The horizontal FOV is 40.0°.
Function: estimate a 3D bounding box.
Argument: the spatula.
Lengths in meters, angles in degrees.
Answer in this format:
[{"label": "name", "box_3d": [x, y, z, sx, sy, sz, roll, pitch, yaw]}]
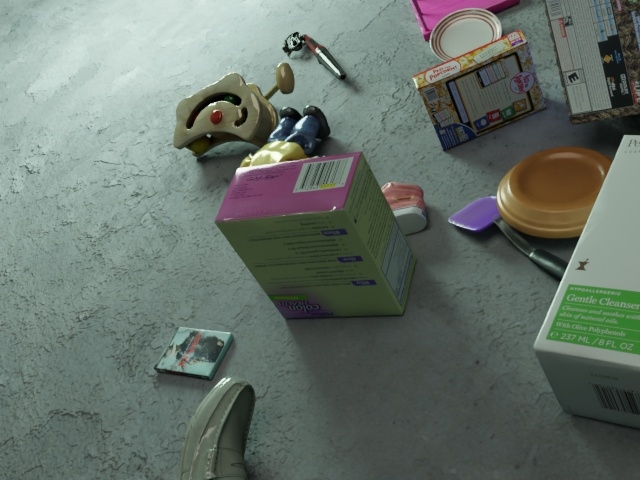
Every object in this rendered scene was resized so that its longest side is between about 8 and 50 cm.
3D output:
[{"label": "spatula", "box_3d": [0.303, 0.003, 1.313, 0.084, 0.030, 0.296, -34, 40, -12]}]

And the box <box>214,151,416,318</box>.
[{"label": "box", "box_3d": [0.000, 0.000, 1.335, 0.214, 0.243, 0.117, -5, 46, 28]}]

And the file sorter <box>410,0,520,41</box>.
[{"label": "file sorter", "box_3d": [0.258, -0.595, 1.826, 0.202, 0.182, 0.290, -21, 41, 12]}]

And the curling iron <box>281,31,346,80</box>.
[{"label": "curling iron", "box_3d": [-0.008, -0.392, 1.896, 0.068, 0.035, 0.274, -39, 40, -3]}]

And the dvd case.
[{"label": "dvd case", "box_3d": [-0.210, 0.185, 1.452, 0.119, 0.013, 0.087, 2, 50, 34]}]

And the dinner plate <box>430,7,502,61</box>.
[{"label": "dinner plate", "box_3d": [0.285, -0.397, 1.722, 0.141, 0.017, 0.141, -10, 57, 17]}]

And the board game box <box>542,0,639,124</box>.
[{"label": "board game box", "box_3d": [0.504, -0.319, 1.298, 0.291, 0.232, 0.141, -4, 18, 43]}]

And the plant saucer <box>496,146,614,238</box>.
[{"label": "plant saucer", "box_3d": [0.366, -0.081, 1.332, 0.200, 0.037, 0.200, -12, 39, 9]}]

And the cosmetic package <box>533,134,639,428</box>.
[{"label": "cosmetic package", "box_3d": [0.432, 0.046, 1.099, 0.197, 0.155, 0.365, 5, 53, 38]}]

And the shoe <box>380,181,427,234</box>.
[{"label": "shoe", "box_3d": [0.090, -0.044, 1.469, 0.178, 0.063, 0.081, -11, 43, 14]}]

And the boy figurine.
[{"label": "boy figurine", "box_3d": [-0.072, -0.130, 1.628, 0.177, 0.092, 0.285, 0, 50, 31]}]

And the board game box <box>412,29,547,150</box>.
[{"label": "board game box", "box_3d": [0.273, -0.252, 1.500, 0.194, 0.146, 0.045, -22, 42, 9]}]

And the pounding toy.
[{"label": "pounding toy", "box_3d": [-0.155, -0.241, 1.808, 0.270, 0.155, 0.154, -24, 69, 23]}]

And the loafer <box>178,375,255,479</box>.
[{"label": "loafer", "box_3d": [-0.139, 0.336, 1.193, 0.111, 0.112, 0.319, 0, 57, 25]}]
